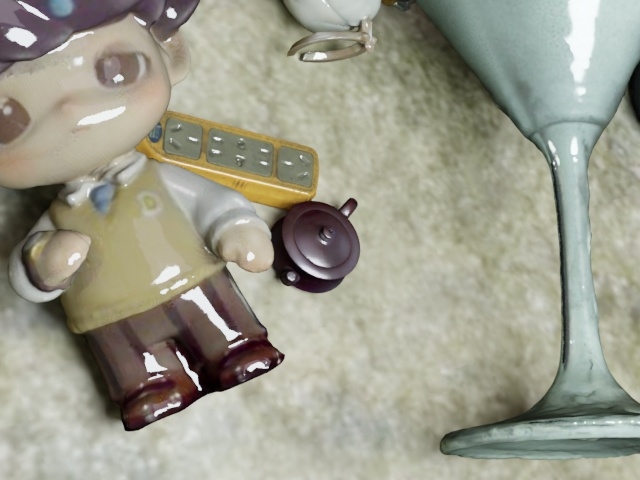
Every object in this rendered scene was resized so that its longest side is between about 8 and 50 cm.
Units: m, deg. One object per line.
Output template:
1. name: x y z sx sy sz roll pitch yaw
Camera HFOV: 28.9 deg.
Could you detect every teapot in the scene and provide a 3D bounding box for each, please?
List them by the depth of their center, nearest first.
1. teapot: 0.000 0.000 0.931 0.068 0.045 0.100 42 55 -3

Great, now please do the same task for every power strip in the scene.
1. power strip: -0.080 -0.063 0.934 0.178 0.028 0.049 13 61 -20

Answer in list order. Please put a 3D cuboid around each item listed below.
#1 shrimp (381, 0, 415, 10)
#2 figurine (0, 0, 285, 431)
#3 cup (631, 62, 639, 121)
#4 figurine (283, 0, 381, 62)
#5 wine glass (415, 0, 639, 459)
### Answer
1. shrimp: 0.090 -0.283 1.122 0.161 0.049 0.166 -3 68 -25
2. figurine: -0.162 -0.063 0.789 0.365 0.218 0.206 66 13 13
3. cup: 0.385 -0.129 1.109 0.169 0.176 0.223 25 56 -17
4. figurine: 0.001 -0.217 1.013 0.132 0.132 0.154 -1 78 -27
5. wine glass: 0.180 -0.049 0.905 0.267 0.267 0.406 4 76 -24
